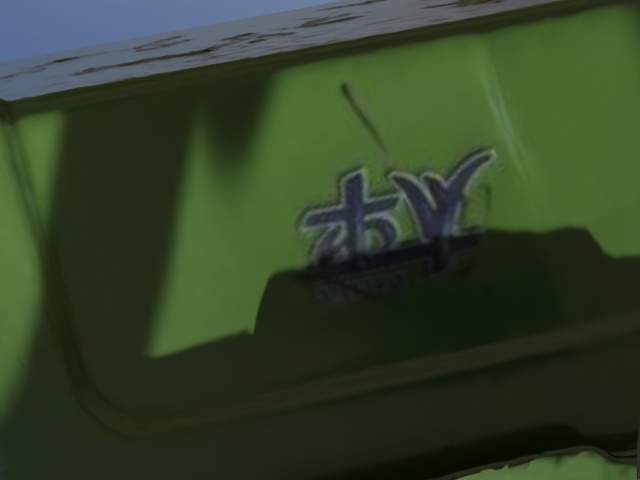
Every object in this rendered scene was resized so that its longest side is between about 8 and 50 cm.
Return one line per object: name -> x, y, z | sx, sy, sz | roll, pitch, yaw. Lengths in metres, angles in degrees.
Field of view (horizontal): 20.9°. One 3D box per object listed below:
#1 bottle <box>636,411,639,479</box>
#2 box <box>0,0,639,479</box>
bottle -> 0.119, 0.045, 0.374 | 0.096, 0.045, 0.045 | 5, -171, 23
box -> 0.000, 0.000, 0.603 | 0.329, 0.177, 0.253 | -10, -171, -11
